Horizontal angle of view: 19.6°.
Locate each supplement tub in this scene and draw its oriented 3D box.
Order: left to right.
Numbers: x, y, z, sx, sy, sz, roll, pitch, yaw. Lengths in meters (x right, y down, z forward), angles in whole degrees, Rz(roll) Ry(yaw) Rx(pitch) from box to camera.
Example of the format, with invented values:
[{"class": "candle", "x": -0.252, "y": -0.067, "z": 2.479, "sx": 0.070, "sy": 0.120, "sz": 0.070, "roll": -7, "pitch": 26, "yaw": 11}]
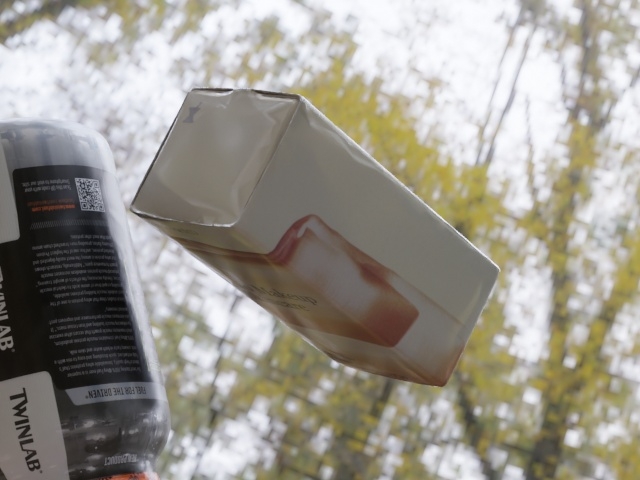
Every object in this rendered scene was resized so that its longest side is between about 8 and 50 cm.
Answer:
[{"class": "supplement tub", "x": -0.246, "y": 0.083, "z": 1.567, "sx": 0.207, "sy": 0.338, "sz": 0.207, "roll": -13, "pitch": -14, "yaw": -3}]

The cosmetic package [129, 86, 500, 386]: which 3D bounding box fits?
[{"class": "cosmetic package", "x": 0.000, "y": 0.000, "z": 1.600, "sx": 0.153, "sy": 0.129, "sz": 0.296, "roll": 9, "pitch": -23, "yaw": 49}]
